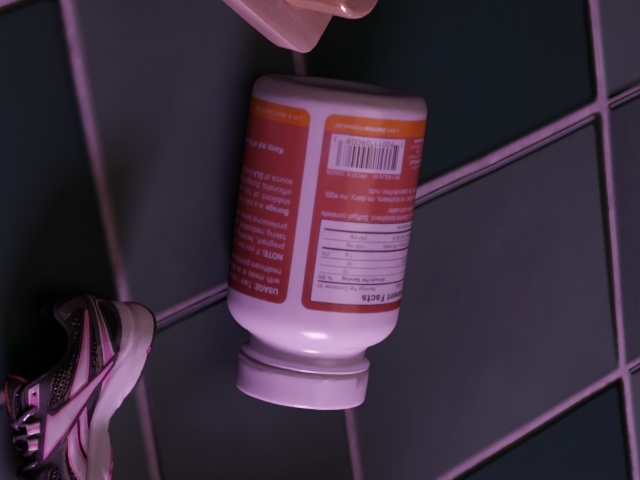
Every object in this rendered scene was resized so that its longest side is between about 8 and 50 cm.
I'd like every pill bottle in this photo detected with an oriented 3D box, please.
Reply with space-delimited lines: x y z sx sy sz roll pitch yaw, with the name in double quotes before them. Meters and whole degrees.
"pill bottle" 0.000 0.000 1.314 0.121 0.121 0.216 -1 103 -43

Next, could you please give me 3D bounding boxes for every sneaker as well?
"sneaker" -0.174 0.114 1.230 0.077 0.072 0.178 23 78 -33

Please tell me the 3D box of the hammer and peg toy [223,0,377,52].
"hammer and peg toy" -0.063 -0.292 1.051 0.361 0.127 0.266 36 78 -43
